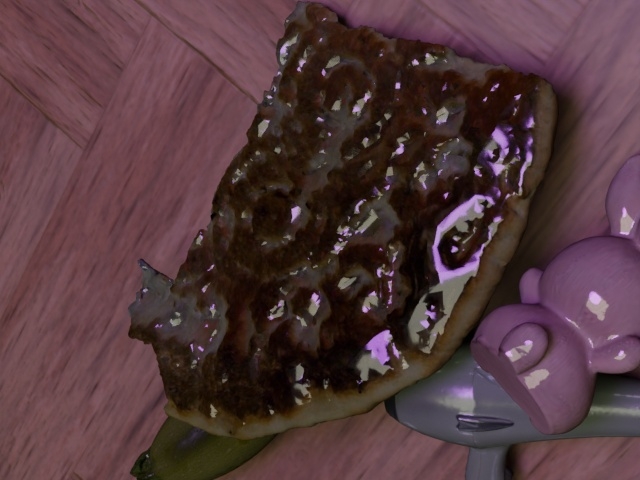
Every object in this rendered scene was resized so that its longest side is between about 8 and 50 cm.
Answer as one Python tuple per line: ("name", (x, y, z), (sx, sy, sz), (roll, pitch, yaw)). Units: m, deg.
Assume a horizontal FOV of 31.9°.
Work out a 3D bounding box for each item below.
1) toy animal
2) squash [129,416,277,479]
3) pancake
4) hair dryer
("toy animal", (0.218, 0.044, 0.836), (0.212, 0.124, 0.124), (-42, 80, -3))
("squash", (-0.081, 0.162, 1.064), (0.094, 0.094, 0.341), (48, 119, 9))
("pancake", (0.004, 0.003, 0.933), (0.305, 0.067, 0.427), (43, 109, 32))
("hair dryer", (0.195, 0.193, 0.938), (0.229, 0.092, 0.267), (-15, 110, 26))
